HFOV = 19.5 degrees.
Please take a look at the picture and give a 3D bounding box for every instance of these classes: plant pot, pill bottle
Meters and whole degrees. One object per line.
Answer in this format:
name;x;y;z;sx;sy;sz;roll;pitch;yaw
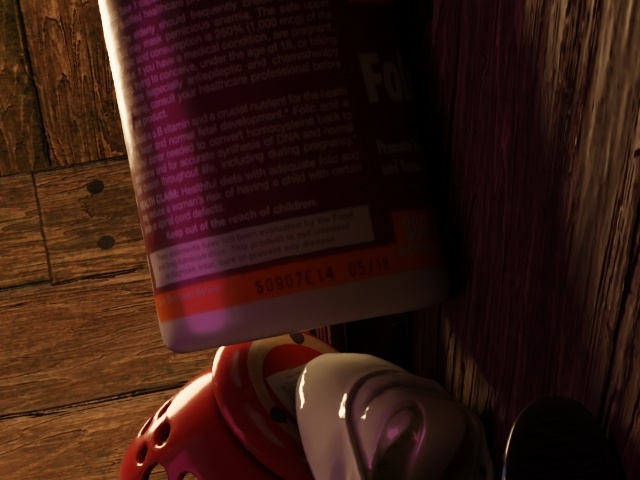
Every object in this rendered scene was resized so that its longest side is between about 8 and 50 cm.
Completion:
plant pot;-0.046;0.181;1.545;0.174;0.191;0.191;-49;40;33
pill bottle;-0.044;-0.125;1.412;0.224;0.224;0.392;151;108;-82

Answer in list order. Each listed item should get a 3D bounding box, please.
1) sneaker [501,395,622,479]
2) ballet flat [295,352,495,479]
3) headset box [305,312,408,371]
sneaker;0.141;0.193;1.034;0.082;0.069;0.209;90;168;-72
ballet flat;0.083;0.196;1.342;0.400;0.139;0.139;-107;10;-46
headset box;0.000;0.000;1.689;0.293;0.110;0.218;-110;13;-55
